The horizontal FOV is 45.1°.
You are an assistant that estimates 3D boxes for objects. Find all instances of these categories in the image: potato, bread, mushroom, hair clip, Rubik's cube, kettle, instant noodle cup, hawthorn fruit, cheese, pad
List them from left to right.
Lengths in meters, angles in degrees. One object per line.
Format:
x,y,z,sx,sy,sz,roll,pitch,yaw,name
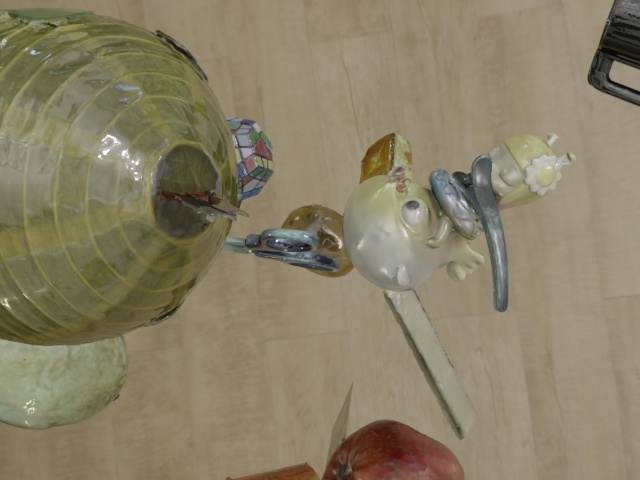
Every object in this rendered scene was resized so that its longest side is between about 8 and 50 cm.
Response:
-0.350,0.082,0.884,0.190,0.164,0.267,-18,53,-33,mushroom
-0.111,-0.101,0.956,0.111,0.111,0.093,28,65,6,Rubik's cube
-0.088,0.594,1.669,0.182,0.230,0.230,-15,86,-23,instant noodle cup
0.000,0.000,1.593,0.176,0.137,0.137,22,91,6,potato
0.040,0.469,1.863,0.009,0.265,0.159,20,111,-1,pad
0.149,-0.173,1.788,0.128,0.069,0.140,-32,40,38,bread
0.136,0.466,1.389,0.275,0.300,0.275,-22,58,40,hawthorn fruit
0.247,0.262,1.710,0.085,0.034,0.400,-41,108,-38,cheese
0.246,-0.009,1.134,0.039,0.070,0.229,1,70,-30,hair clip
0.796,-0.443,1.736,0.308,0.262,0.203,21,53,17,kettle

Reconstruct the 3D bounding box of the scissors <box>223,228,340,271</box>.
-0.167,0.003,1.357,0.384,0.256,0.029,7,78,12,scissors

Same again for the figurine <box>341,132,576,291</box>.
0.239,-0.047,1.294,0.394,0.274,0.226,-31,41,12,figurine

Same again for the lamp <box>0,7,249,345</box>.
-0.161,-0.044,0.540,0.284,0.250,0.250,9,89,38,lamp
